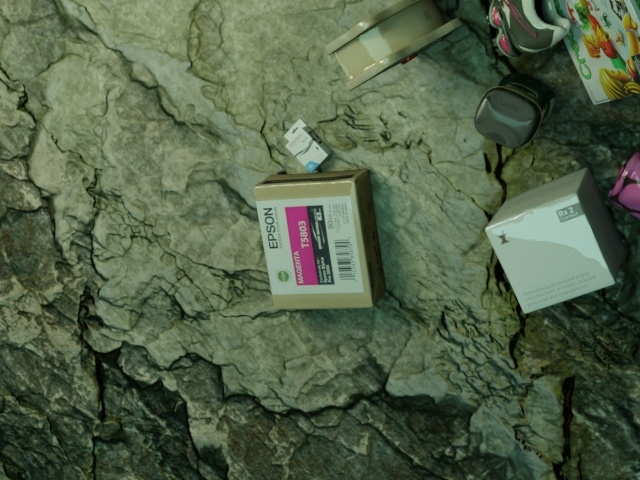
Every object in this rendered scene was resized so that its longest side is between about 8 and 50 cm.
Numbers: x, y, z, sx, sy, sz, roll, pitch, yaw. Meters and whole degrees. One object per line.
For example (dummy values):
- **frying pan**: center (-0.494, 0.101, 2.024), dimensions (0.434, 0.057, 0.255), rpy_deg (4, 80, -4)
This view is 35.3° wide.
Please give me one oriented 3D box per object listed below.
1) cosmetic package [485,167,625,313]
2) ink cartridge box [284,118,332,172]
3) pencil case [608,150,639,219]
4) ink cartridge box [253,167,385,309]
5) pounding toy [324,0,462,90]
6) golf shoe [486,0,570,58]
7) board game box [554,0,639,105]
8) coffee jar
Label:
- **cosmetic package**: center (0.369, -0.002, 1.564), dimensions (0.151, 0.184, 0.151), rpy_deg (-23, 98, 26)
- **ink cartridge box**: center (-0.026, -0.165, 1.751), dimensions (0.083, 0.028, 0.048), rpy_deg (46, 116, 3)
- **pencil case**: center (0.544, -0.045, 1.539), dimensions (0.209, 0.095, 0.098), rpy_deg (36, 131, 10)
- **ink cartridge box**: center (0.000, 0.000, 1.762), dimensions (0.193, 0.088, 0.234), rpy_deg (-4, 106, 21)
- **pounding toy**: center (0.117, -0.355, 1.555), dimensions (0.154, 0.269, 0.154), rpy_deg (60, 156, -5)
- **golf shoe**: center (0.283, -0.408, 1.490), dimensions (0.120, 0.105, 0.272), rpy_deg (-5, 118, 58)
- **board game box**: center (0.399, -0.352, 1.445), dimensions (0.053, 0.193, 0.305), rpy_deg (-28, 96, -14)
- **coffee jar**: center (0.295, -0.198, 1.529), dimensions (0.096, 0.184, 0.079), rpy_deg (28, 115, 11)
